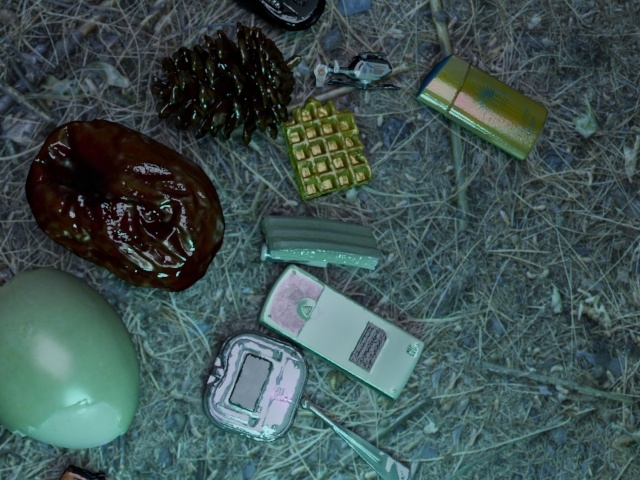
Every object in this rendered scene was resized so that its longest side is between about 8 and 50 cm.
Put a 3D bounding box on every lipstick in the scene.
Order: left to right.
[{"bbox_3d":[-0.055,0.030,1.899,0.141,0.040,0.040,7,81,-12],"label":"lipstick"}]

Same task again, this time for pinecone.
[{"bbox_3d":[-0.183,-0.304,1.832,0.309,0.244,0.244,-9,84,1],"label":"pinecone"}]

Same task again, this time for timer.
[{"bbox_3d":[-0.128,0.291,1.832,0.190,0.069,0.209,19,80,-7],"label":"timer"}]

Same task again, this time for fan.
[{"bbox_3d":[0.067,0.417,1.884,0.282,0.023,0.057,37,85,-6],"label":"fan"}]

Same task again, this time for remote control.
[{"bbox_3d":[0.042,0.188,1.894,0.344,0.050,0.145,32,77,-7],"label":"remote control"}]

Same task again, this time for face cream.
[{"bbox_3d":[0.359,-0.302,2.027,0.285,0.067,0.139,28,75,-8],"label":"face cream"}]

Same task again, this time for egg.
[{"bbox_3d":[-0.472,0.226,1.650,0.278,0.278,0.336,-35,86,-15],"label":"egg"}]

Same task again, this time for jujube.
[{"bbox_3d":[-0.360,-0.068,1.732,0.376,0.276,0.277,29,77,-4],"label":"jujube"}]

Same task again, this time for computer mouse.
[{"bbox_3d":[-0.099,-0.532,1.940,0.233,0.096,0.137,40,71,-1],"label":"computer mouse"}]

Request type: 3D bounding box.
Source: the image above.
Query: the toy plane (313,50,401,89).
[{"bbox_3d":[0.080,-0.367,1.981,0.197,0.053,0.078,-1,91,-17],"label":"toy plane"}]

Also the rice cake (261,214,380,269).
[{"bbox_3d":[0.000,0.000,1.887,0.237,0.127,0.043,5,126,-15],"label":"rice cake"}]

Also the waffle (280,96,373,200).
[{"bbox_3d":[0.010,-0.205,1.940,0.160,0.055,0.211,-14,85,-14],"label":"waffle"}]

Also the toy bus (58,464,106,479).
[{"bbox_3d":[-0.396,0.514,1.741,0.234,0.073,0.096,35,85,-6],"label":"toy bus"}]
